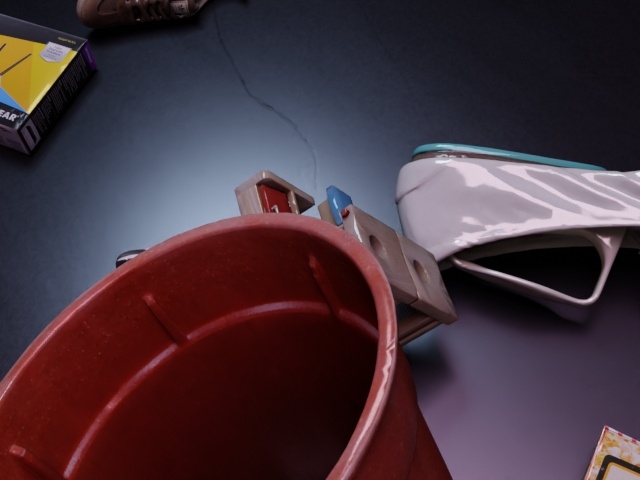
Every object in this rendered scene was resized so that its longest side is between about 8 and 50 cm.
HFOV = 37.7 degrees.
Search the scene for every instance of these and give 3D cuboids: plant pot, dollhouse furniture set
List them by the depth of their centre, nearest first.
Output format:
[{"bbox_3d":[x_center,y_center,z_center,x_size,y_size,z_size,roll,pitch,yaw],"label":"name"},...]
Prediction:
[{"bbox_3d":[-0.029,0.172,0.575,0.272,0.265,0.272,-20,38,16],"label":"plant pot"},{"bbox_3d":[0.000,0.000,0.765,0.129,0.129,0.184,-32,55,23],"label":"dollhouse furniture set"}]

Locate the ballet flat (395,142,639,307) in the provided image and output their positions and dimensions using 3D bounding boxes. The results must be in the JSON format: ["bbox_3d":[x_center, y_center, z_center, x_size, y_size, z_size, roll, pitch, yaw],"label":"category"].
[{"bbox_3d":[0.260,-0.005,0.790,0.400,0.139,0.139,3,57,12],"label":"ballet flat"}]

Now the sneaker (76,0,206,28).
[{"bbox_3d":[-0.172,-0.274,1.025,0.188,0.066,0.071,-29,60,-12],"label":"sneaker"}]

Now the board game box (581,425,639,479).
[{"bbox_3d":[0.235,0.249,0.660,0.146,0.045,0.193,23,63,19],"label":"board game box"}]

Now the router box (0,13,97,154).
[{"bbox_3d":[-0.348,-0.175,0.990,0.178,0.046,0.133,19,61,17],"label":"router box"}]

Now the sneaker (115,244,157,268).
[{"bbox_3d":[-0.132,0.018,0.855,0.109,0.040,0.044,-2,41,0],"label":"sneaker"}]
